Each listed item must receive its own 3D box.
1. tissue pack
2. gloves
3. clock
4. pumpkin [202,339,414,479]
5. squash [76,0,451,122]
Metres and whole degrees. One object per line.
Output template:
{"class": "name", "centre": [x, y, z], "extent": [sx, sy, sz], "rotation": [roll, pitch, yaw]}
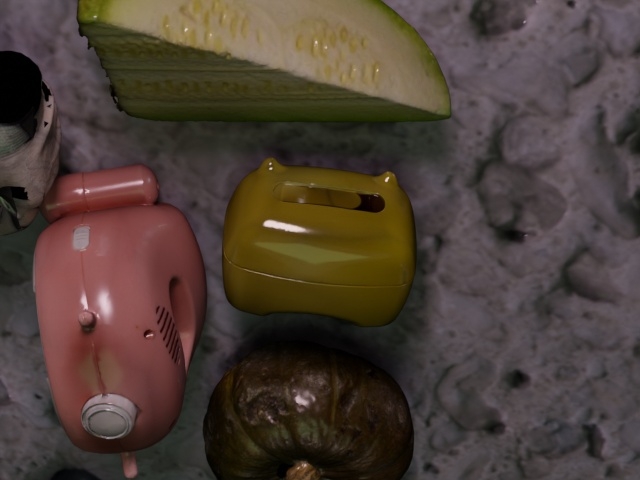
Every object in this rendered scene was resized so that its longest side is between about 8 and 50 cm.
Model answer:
{"class": "tissue pack", "centre": [0.000, 0.000, 1.386], "extent": [0.178, 0.123, 0.127], "rotation": [6, 132, -4]}
{"class": "gloves", "centre": [-0.280, -0.067, 1.334], "extent": [0.111, 0.127, 0.212], "rotation": [-8, 150, -10]}
{"class": "clock", "centre": [-0.177, 0.082, 1.380], "extent": [0.142, 0.241, 0.227], "rotation": [-8, 127, 2]}
{"class": "pumpkin", "centre": [-0.014, 0.202, 1.524], "extent": [0.219, 0.162, 0.219], "rotation": [3, 130, 3]}
{"class": "squash", "centre": [-0.038, -0.181, 1.247], "extent": [0.289, 0.111, 0.203], "rotation": [-1, 160, 5]}
